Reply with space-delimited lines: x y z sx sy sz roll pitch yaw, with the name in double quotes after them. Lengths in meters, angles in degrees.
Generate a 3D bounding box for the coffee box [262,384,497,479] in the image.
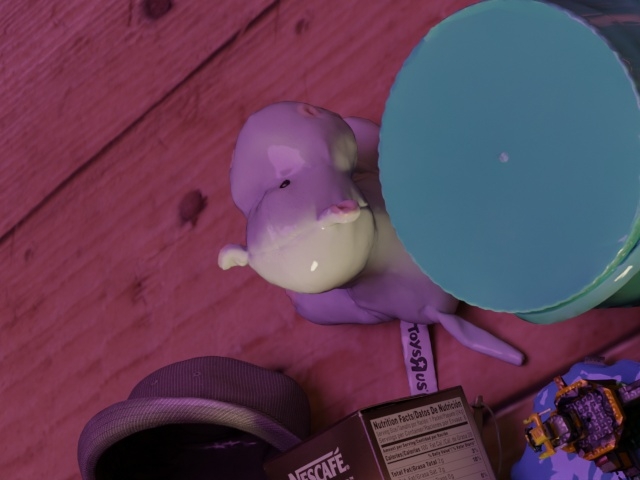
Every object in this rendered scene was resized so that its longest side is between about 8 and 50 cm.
0.082 0.292 1.156 0.168 0.119 0.297 -39 66 50 "coffee box"

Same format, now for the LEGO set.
0.275 0.194 0.969 0.255 0.192 0.331 -25 71 31 "LEGO set"

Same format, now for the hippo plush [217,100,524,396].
0.000 0.000 1.264 0.234 0.236 0.294 -27 65 37 "hippo plush"

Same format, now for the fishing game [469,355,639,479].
0.244 0.189 1.135 0.264 0.041 0.189 -7 79 35 "fishing game"

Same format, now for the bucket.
0.194 -0.068 1.096 0.281 0.183 0.281 5 98 39 "bucket"

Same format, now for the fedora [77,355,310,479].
-0.102 0.200 1.373 0.275 0.244 0.124 -16 38 26 "fedora"
